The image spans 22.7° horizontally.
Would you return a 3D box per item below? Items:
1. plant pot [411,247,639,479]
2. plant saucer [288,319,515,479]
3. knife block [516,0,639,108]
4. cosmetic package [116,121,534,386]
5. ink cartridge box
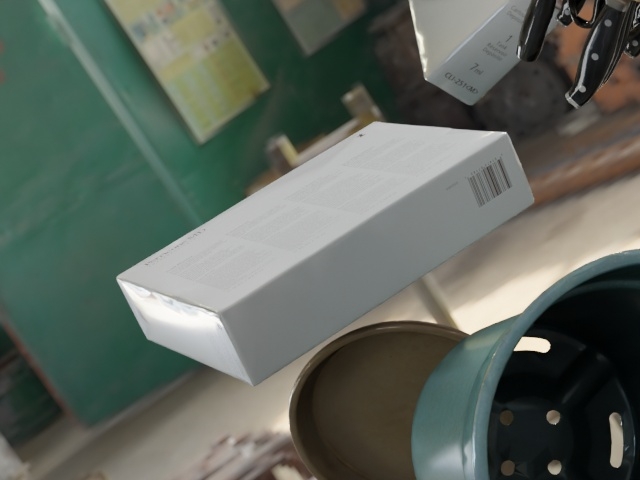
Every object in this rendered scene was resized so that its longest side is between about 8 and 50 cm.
[{"bbox_3d":[0.251,0.191,1.479,0.341,0.341,0.334,-36,3,-14],"label":"plant pot"},{"bbox_3d":[0.103,0.195,1.748,0.278,0.278,0.041,-28,24,25],"label":"plant saucer"},{"bbox_3d":[0.216,-0.234,1.153,0.242,0.088,0.276,-61,-17,-5],"label":"knife block"},{"bbox_3d":[0.000,0.000,1.736,0.377,0.097,0.284,-32,22,-21],"label":"cosmetic package"},{"bbox_3d":[0.172,-0.287,1.398,0.239,0.060,0.275,-44,34,31],"label":"ink cartridge box"}]
